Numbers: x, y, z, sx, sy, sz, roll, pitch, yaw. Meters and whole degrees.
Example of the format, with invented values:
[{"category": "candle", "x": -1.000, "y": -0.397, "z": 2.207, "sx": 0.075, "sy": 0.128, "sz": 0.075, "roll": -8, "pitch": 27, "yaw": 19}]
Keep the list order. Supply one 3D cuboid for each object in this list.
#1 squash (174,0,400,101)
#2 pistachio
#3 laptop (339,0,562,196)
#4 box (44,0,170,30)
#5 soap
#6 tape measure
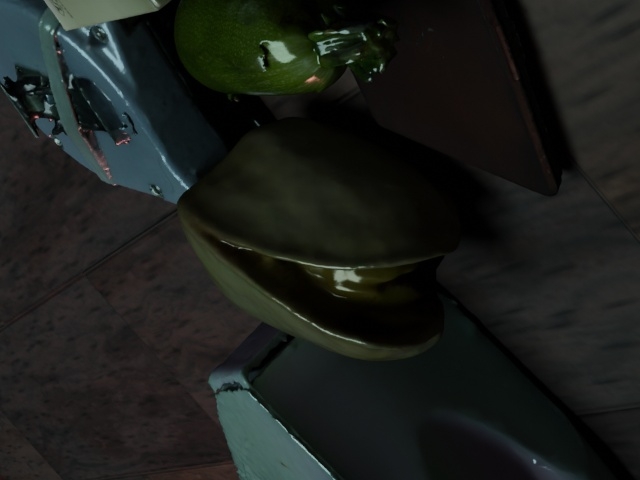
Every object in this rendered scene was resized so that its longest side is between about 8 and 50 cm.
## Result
[{"category": "squash", "x": -0.036, "y": -0.113, "z": 1.042, "sx": 0.318, "sy": 0.080, "sz": 0.071, "roll": -165, "pitch": 79, "yaw": -76}, {"category": "pistachio", "x": 0.000, "y": 0.000, "z": 1.146, "sx": 0.206, "sy": 0.131, "sz": 0.130, "roll": 28, "pitch": 123, "yaw": 51}, {"category": "laptop", "x": 0.047, "y": -0.119, "z": 0.981, "sx": 0.154, "sy": 0.026, "sz": 0.207, "roll": 26, "pitch": 152, "yaw": 43}, {"category": "box", "x": -0.147, "y": -0.231, "z": 1.069, "sx": 0.212, "sy": 0.095, "sz": 0.168, "roll": 54, "pitch": 163, "yaw": -17}, {"category": "soap", "x": 0.106, "y": 0.214, "z": 1.318, "sx": 0.446, "sy": 0.156, "sz": 0.261, "roll": 51, "pitch": 161, "yaw": -10}, {"category": "tape measure", "x": -0.141, "y": -0.113, "z": 1.270, "sx": 0.181, "sy": 0.107, "sz": 0.182, "roll": 8, "pitch": 140, "yaw": 52}]
